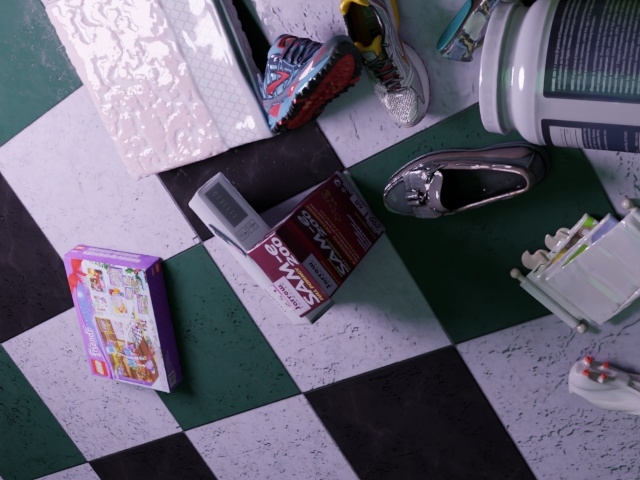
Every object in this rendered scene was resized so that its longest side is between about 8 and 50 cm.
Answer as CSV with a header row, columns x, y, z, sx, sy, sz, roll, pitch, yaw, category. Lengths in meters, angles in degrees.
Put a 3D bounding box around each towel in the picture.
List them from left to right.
x,y,z,sx,sy,sz,roll,pitch,yaw,category
-0.257,-0.279,1.420,0.317,0.053,0.332,-12,113,26,towel

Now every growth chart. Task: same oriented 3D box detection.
x,y,z,sx,sy,sz,roll,pitch,yaw,category
0.413,0.040,1.294,0.172,0.021,0.237,47,128,-3,growth chart

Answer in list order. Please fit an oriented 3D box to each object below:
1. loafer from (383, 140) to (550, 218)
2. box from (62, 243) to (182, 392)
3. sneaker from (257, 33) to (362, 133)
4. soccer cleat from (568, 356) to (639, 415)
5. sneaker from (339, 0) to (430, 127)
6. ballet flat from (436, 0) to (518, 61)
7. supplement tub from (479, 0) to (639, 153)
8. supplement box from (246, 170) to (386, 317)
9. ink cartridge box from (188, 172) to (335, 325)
x,y,z,sx,sy,sz,roll,pitch,yaw,category
0.203,-0.085,1.293,0.267,0.084,0.096,-13,110,32,loafer
-0.397,0.158,1.761,0.200,0.057,0.293,8,120,23,box
-0.035,-0.250,1.273,0.125,0.104,0.262,65,152,2,sneaker
0.483,0.241,1.350,0.196,0.068,0.076,21,139,18,soccer cleat
0.084,-0.262,1.250,0.088,0.093,0.225,-17,109,32,sneaker
0.229,-0.320,1.171,0.070,0.070,0.188,37,129,4,ballet flat
0.351,-0.207,1.079,0.272,0.191,0.191,9,120,23,supplement tub
0.000,0.000,1.349,0.073,0.239,0.130,-36,97,36,supplement box
-0.111,0.025,1.452,0.275,0.060,0.239,49,164,-4,ink cartridge box
